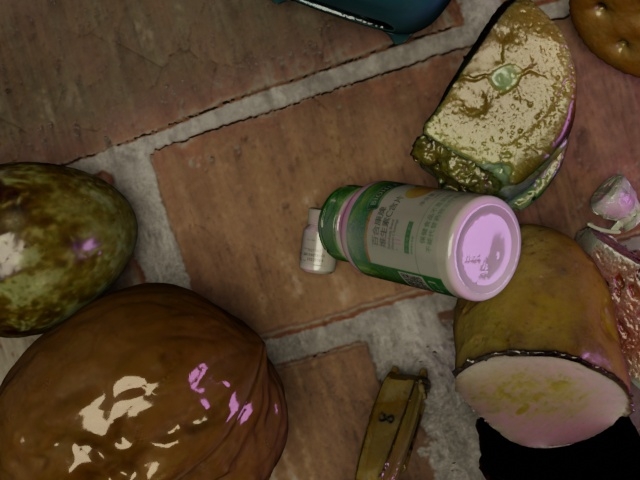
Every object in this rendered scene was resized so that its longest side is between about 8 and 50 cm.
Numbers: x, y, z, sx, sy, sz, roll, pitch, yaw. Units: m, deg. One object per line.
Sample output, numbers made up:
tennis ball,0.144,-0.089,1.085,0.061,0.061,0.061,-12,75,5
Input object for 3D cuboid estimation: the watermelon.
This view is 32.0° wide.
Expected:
watermelon,0.430,0.083,1.516,0.154,0.094,0.241,-44,88,18

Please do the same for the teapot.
teapot,0.401,-0.042,1.512,0.064,0.064,0.083,38,94,-6

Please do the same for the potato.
potato,0.276,0.100,1.454,0.229,0.229,0.266,2,51,6

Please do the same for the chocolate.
chocolate,0.314,0.316,1.533,0.224,0.206,0.177,27,141,18

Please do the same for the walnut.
walnut,-0.238,0.238,1.484,0.398,0.308,0.354,-30,131,7

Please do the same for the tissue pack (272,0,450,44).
tissue pack,0.049,-0.385,1.451,0.287,0.198,0.206,18,95,2

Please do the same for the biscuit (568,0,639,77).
biscuit,0.428,-0.301,1.422,0.220,0.220,0.066,32,57,3

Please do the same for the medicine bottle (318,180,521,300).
medicine bottle,0.118,-0.007,1.445,0.133,0.274,0.133,-6,101,-37

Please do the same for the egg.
egg,-0.393,0.007,1.518,0.289,0.238,0.238,-20,93,-2

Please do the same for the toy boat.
toy boat,0.097,0.272,1.523,0.068,0.088,0.226,5,52,21

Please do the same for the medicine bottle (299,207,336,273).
medicine bottle,0.000,0.000,1.564,0.052,0.052,0.089,8,96,6

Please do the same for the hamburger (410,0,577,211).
hamburger,0.248,-0.158,1.464,0.192,0.167,0.288,35,99,2
